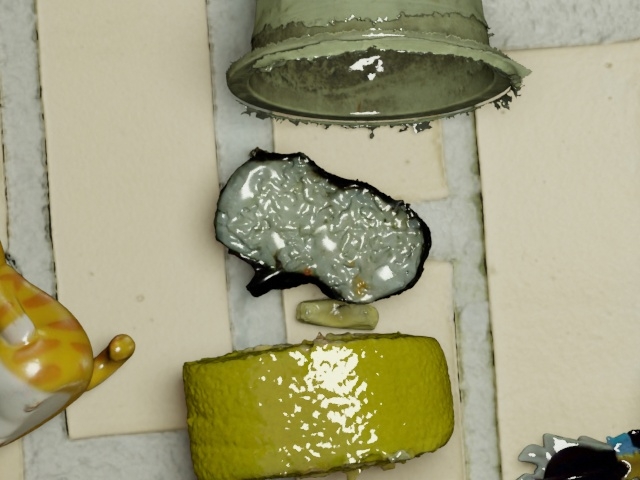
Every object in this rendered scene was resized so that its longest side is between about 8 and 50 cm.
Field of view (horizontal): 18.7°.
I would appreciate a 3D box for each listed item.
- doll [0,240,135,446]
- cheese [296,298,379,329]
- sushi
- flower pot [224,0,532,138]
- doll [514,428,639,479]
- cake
[{"bbox_3d":[-0.338,0.078,1.904,0.269,0.162,0.166,46,122,-4],"label":"doll"},{"bbox_3d":[0.017,0.073,1.946,0.083,0.044,0.030,5,86,5],"label":"cheese"},{"bbox_3d":[0.000,0.000,1.912,0.212,0.115,0.147,18,88,3],"label":"sushi"},{"bbox_3d":[0.050,-0.255,1.852,0.290,0.290,0.259,-1,77,2],"label":"flower pot"},{"bbox_3d":[0.269,0.233,1.928,0.195,0.070,0.096,-9,83,-7],"label":"doll"},{"bbox_3d":[-0.001,0.163,1.881,0.260,0.179,0.156,-10,91,3],"label":"cake"}]
